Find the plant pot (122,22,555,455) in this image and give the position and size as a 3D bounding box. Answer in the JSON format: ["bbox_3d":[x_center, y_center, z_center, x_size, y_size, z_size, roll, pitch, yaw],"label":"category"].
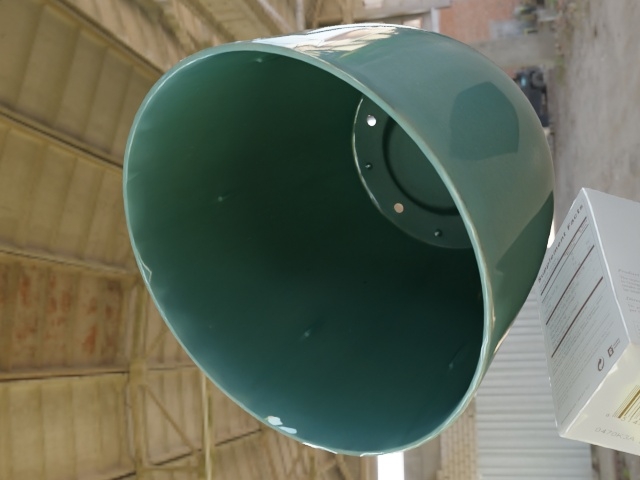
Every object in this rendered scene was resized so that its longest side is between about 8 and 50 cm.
[{"bbox_3d":[0.040,-0.030,0.611,0.235,0.293,0.293,-36,-55,-46],"label":"plant pot"}]

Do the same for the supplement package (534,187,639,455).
[{"bbox_3d":[0.237,0.061,0.610,0.179,0.105,0.105,-80,6,-52],"label":"supplement package"}]
